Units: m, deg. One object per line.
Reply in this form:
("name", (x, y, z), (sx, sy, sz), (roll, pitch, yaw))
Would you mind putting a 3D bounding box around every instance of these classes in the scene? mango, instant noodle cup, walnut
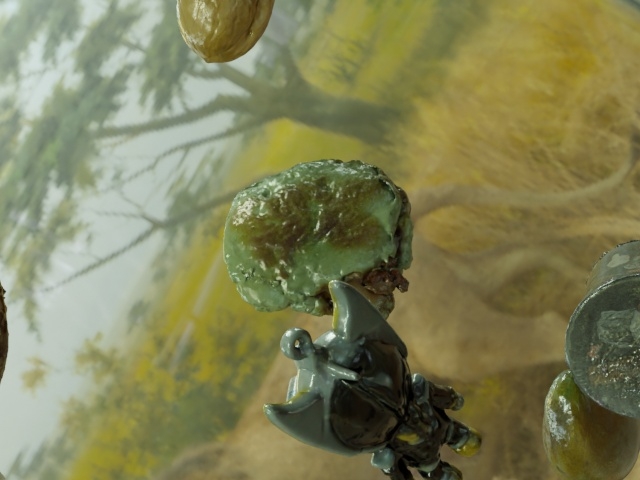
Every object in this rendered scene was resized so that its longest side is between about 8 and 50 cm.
("mango", (0.417, 0.287, 1.804), (0.316, 0.146, 0.193), (46, -133, -59))
("instant noodle cup", (0.456, 0.112, 1.628), (0.217, 0.217, 0.207), (-57, 0, 24))
("walnut", (-0.149, -0.376, 1.813), (0.159, 0.159, 0.206), (-163, 86, -80))

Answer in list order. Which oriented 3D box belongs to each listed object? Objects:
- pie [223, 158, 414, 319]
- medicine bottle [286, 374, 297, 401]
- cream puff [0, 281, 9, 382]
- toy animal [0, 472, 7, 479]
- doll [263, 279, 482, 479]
("pie", (-0.002, -0.008, 1.642), (0.105, 0.274, 0.257), (74, -158, -60))
("medicine bottle", (-0.029, 0.259, 1.833), (0.052, 0.052, 0.089), (-52, 21, 44))
("cream puff", (-0.382, 0.070, 1.071), (0.164, 0.240, 0.240), (-10, -32, -42))
("toy animal", (-0.559, 0.380, 1.611), (0.310, 0.251, 0.251), (14, 71, 41))
("doll", (0.063, 0.166, 1.206), (0.145, 0.316, 0.103), (-47, 37, 5))
